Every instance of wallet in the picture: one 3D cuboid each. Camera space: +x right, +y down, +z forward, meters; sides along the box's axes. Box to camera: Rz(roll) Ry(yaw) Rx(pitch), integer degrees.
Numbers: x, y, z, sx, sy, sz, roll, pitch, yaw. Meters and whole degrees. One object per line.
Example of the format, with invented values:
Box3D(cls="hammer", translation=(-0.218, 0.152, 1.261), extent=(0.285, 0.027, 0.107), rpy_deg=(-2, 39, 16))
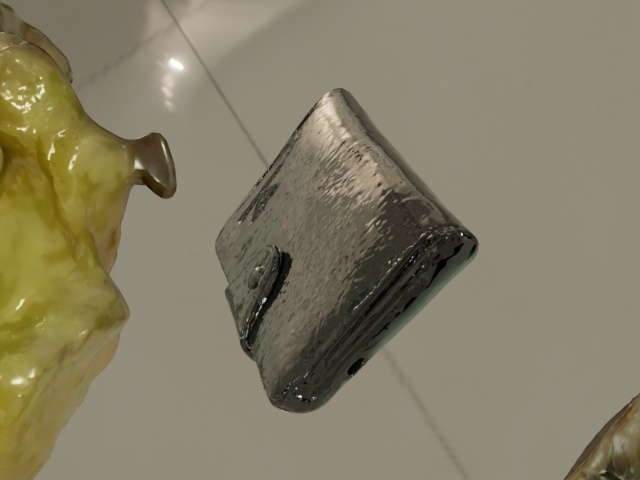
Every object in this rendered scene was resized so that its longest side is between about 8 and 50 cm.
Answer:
Box3D(cls="wallet", translation=(0.000, 0.000, 1.207), extent=(0.045, 0.318, 0.172), rpy_deg=(39, 99, -22))

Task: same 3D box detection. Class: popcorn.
Box3D(cls="popcorn", translation=(-0.119, -0.002, 0.496), extent=(0.152, 0.148, 0.167), rpy_deg=(-19, 52, -10))

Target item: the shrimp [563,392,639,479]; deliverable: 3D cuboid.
Box3D(cls="shrimp", translation=(0.092, 0.154, 0.552), extent=(0.051, 0.198, 0.262), rpy_deg=(24, 54, -12))
